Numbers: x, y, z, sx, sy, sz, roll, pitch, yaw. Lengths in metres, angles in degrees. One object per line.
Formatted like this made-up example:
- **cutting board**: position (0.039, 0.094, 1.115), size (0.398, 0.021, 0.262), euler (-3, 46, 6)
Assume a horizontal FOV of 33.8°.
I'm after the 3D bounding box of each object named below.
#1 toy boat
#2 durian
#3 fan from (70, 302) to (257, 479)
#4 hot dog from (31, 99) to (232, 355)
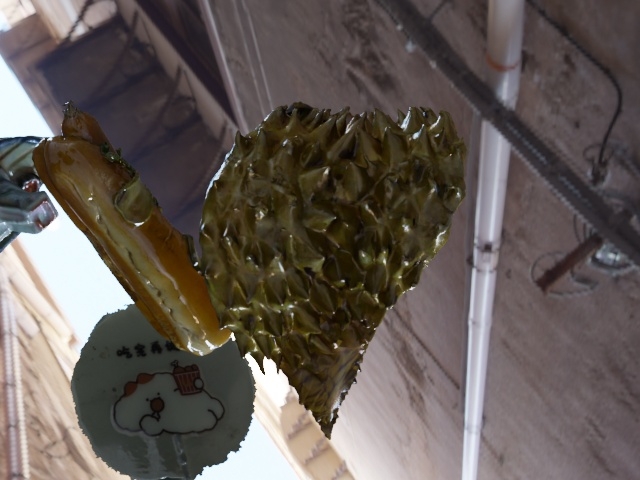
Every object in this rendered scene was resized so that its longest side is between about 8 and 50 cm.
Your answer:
- **toy boat**: position (-0.357, -0.012, 1.063), size (0.262, 0.114, 0.115), euler (-42, -130, -20)
- **durian**: position (-0.003, -0.014, 0.883), size (0.195, 0.185, 0.305), euler (31, -108, -16)
- **fan**: position (-0.132, 0.210, 1.018), size (0.190, 0.009, 0.329), euler (-5, -110, -29)
- **hot dog**: position (-0.158, -0.001, 0.919), size (0.072, 0.270, 0.109), euler (-41, -150, -19)
